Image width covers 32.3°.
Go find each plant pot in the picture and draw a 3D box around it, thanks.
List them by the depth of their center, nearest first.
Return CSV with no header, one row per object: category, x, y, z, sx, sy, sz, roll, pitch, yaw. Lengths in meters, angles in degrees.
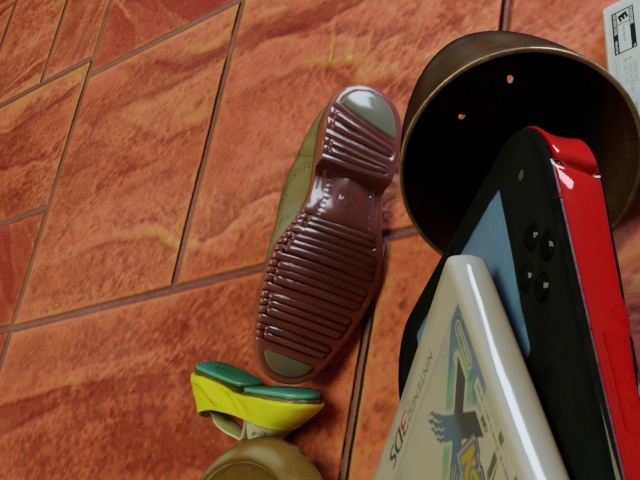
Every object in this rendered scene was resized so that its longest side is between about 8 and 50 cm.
plant pot,0.170,-0.113,1.058,0.215,0.215,0.230,-46,20,18
plant pot,-0.076,0.318,1.131,0.236,0.032,0.236,-18,64,41

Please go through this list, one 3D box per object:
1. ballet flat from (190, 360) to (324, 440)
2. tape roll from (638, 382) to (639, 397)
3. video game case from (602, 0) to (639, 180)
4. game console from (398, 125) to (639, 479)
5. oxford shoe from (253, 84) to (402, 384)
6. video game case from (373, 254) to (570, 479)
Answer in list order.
ballet flat,-0.072,0.189,1.228,0.231,0.077,0.077,6,92,53
tape roll,0.332,0.164,0.691,0.246,0.169,0.246,-29,46,34
video game case,0.354,-0.170,1.011,0.193,0.023,0.212,-24,49,38
game console,0.137,0.140,0.863,0.387,0.060,0.342,110,164,-54
oxford shoe,0.000,0.000,1.252,0.130,0.123,0.348,-26,41,66
video game case,0.107,0.229,0.801,0.329,0.036,0.300,-103,20,-47
